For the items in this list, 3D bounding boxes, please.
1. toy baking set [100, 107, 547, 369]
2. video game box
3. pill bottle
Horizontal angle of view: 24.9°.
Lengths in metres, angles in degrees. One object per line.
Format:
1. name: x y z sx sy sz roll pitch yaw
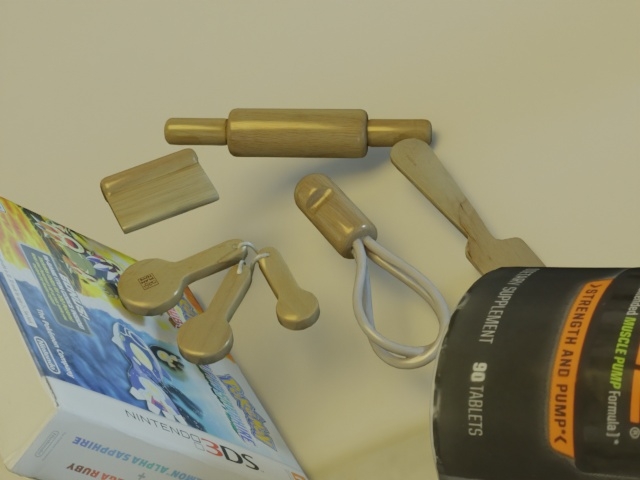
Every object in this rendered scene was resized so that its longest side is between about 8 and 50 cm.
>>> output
1. toy baking set: -0.001 -0.005 0.822 0.256 0.030 0.196 -2 48 4
2. video game box: -0.112 0.066 0.781 0.048 0.187 0.205 -48 44 11
3. pill bottle: 0.180 0.075 0.604 0.246 0.130 0.130 -1 60 35
